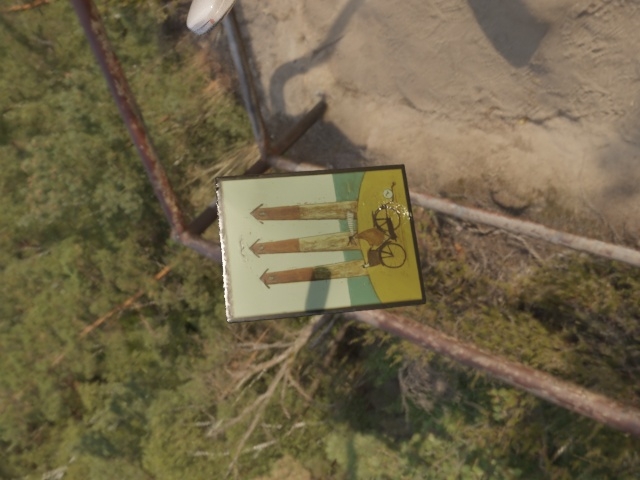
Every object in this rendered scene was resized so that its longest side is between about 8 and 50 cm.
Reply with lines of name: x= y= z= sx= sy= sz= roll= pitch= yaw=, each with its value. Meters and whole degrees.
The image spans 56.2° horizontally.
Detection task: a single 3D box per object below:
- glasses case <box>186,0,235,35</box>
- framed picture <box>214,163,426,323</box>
glasses case: x=-0.066 y=-0.170 z=0.401 sx=0.032 sy=0.083 sz=0.021 roll=-13 pitch=141 yaw=39
framed picture: x=0.000 y=0.000 z=0.979 sx=0.324 sy=0.243 sz=0.013 roll=-5 pitch=166 yaw=-10
